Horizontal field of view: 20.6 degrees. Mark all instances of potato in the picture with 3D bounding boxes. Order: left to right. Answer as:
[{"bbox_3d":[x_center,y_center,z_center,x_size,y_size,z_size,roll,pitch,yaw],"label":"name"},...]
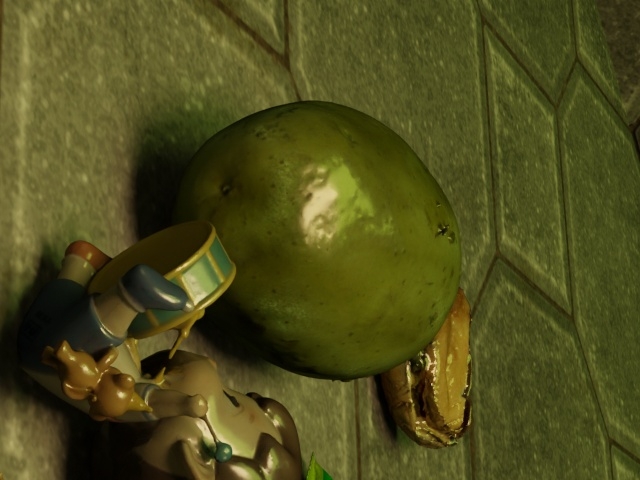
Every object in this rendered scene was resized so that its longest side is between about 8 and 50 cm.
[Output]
[{"bbox_3d":[-0.002,0.001,1.412,0.304,0.216,0.215,24,58,-52],"label":"potato"}]

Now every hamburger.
[{"bbox_3d":[0.091,0.114,1.750,0.102,0.087,0.176,25,64,-50],"label":"hamburger"}]

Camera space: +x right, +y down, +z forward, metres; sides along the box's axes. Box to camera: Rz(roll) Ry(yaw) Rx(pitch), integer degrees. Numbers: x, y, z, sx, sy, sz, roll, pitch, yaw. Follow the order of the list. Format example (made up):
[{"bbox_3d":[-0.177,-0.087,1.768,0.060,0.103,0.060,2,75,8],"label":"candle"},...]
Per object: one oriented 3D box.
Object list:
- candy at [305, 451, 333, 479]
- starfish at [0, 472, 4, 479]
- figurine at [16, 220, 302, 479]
[{"bbox_3d":[0.020,0.279,1.565,0.102,0.032,0.178,-84,151,-42],"label":"candy"},{"bbox_3d":[-0.171,0.261,1.107,0.236,0.062,0.277,-4,80,-73],"label":"starfish"},{"bbox_3d":[-0.090,0.126,1.197,0.161,0.158,0.275,27,-35,62],"label":"figurine"}]
